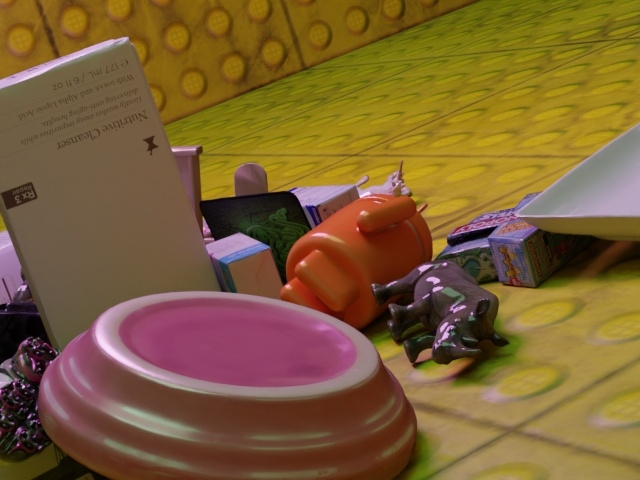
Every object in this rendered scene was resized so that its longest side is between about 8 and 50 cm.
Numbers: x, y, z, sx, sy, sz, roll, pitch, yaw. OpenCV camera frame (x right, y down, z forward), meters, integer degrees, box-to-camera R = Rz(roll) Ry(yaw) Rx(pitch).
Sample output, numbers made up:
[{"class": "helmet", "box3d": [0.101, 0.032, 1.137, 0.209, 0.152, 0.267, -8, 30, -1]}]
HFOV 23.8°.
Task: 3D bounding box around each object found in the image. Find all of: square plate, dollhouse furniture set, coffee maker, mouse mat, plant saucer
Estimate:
[{"class": "square plate", "box3d": [0.446, -0.066, 1.676, 0.347, 0.049, 0.344, 3, 24, 38]}, {"class": "dollhouse furniture set", "box3d": [-0.181, -0.065, 2.240, 0.303, 0.174, 0.355, -1, 8, 8]}, {"class": "coffee maker", "box3d": [-0.426, 0.130, 1.974, 0.178, 0.120, 0.171, -5, 18, 43]}, {"class": "mouse mat", "box3d": [-0.067, 0.010, 1.909, 0.189, 0.152, 0.007, -5, 26, 46]}, {"class": "plant saucer", "box3d": [-0.077, 0.123, 1.324, 0.332, 0.084, 0.332, 7, 16, -2]}]

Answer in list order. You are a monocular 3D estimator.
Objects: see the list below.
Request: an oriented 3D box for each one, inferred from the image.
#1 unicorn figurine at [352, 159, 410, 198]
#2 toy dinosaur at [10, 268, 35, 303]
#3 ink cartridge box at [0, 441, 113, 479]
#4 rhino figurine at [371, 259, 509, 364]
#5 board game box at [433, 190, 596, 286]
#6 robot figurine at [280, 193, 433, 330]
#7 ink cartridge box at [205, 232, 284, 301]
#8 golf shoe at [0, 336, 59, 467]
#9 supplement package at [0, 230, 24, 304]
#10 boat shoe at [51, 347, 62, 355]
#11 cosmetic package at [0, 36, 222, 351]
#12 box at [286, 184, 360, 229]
[{"class": "unicorn figurine", "box3d": [0.089, -0.074, 2.275, 0.162, 0.060, 0.111, -30, 7, 26]}, {"class": "toy dinosaur", "box3d": [-0.385, 0.020, 2.180, 0.064, 0.118, 0.268, -30, 45, 33]}, {"class": "ink cartridge box", "box3d": [-0.271, 0.219, 1.433, 0.237, 0.100, 0.172, -24, 15, -24]}, {"class": "rhino figurine", "box3d": [0.128, 0.076, 1.550, 0.106, 0.073, 0.243, -22, 15, -4]}, {"class": "board game box", "box3d": [0.223, 0.001, 1.757, 0.194, 0.060, 0.194, -11, 14, 28]}, {"class": "robot figurine", "box3d": [0.048, 0.023, 1.744, 0.128, 0.158, 0.219, 8, 28, 33]}, {"class": "ink cartridge box", "box3d": [-0.097, 0.052, 1.876, 0.061, 0.104, 0.181, -22, 14, -14]}, {"class": "golf shoe", "box3d": [-0.276, 0.160, 1.355, 0.086, 0.067, 0.186, -43, 13, 13]}, {"class": "supplement package", "box3d": [-0.516, 0.090, 2.224, 0.244, 0.134, 0.139, -27, 15, -35]}, {"class": "boat shoe", "box3d": [-0.262, 0.177, 1.684, 0.076, 0.083, 0.226, -11, 22, -18]}, {"class": "cosmetic package", "box3d": [-0.270, -0.029, 1.832, 0.217, 0.385, 0.156, -24, 13, -13]}, {"class": "box", "box3d": [0.000, 0.000, 1.917, 0.072, 0.126, 0.137, -29, 16, -32]}]
